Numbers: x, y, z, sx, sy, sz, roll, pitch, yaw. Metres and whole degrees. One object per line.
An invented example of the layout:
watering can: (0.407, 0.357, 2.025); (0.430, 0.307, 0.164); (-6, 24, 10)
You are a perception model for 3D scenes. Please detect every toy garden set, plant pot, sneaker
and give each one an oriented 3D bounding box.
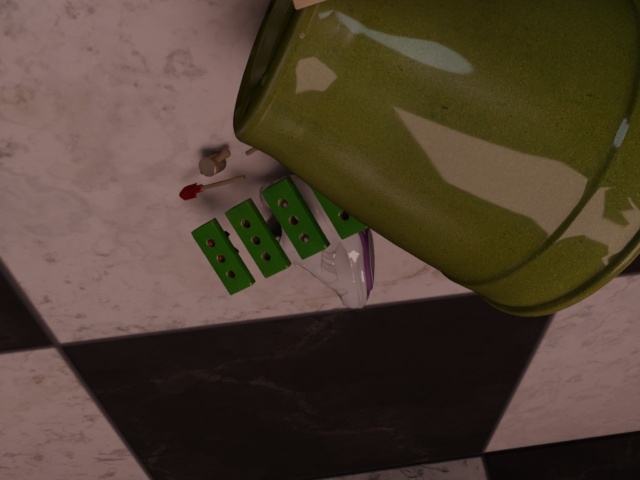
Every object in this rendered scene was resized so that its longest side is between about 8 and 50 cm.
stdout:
toy garden set: (-0.077, -0.062, 0.921); (0.244, 0.049, 0.204); (-26, 100, 29)
plant pot: (0.111, -0.149, 0.697); (0.352, 0.367, 0.366); (20, 136, -17)
sneaker: (0.000, 0.000, 1.055); (0.152, 0.114, 0.305); (-8, 137, 13)

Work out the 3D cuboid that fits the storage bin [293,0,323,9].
storage bin: (0.049, -0.323, 0.437); (0.260, 0.263, 0.123); (-12, -178, 19)
